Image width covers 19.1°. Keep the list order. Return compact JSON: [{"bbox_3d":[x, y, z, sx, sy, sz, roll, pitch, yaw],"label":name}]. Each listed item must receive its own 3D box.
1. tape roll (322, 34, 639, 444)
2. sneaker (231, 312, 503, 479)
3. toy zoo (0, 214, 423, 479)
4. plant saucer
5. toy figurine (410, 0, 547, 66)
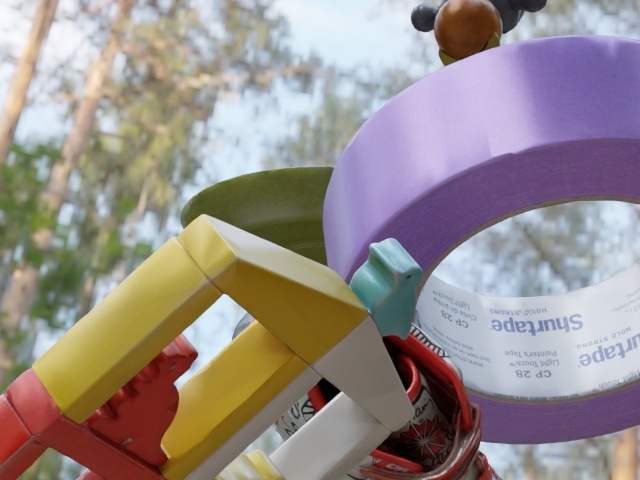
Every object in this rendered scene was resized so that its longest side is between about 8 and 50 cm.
[{"bbox_3d":[0.141,0.007,1.140,0.275,0.090,0.275,-4,-41,-4],"label":"tape roll"},{"bbox_3d":[0.060,0.138,1.035,0.270,0.090,0.145,51,-14,-8],"label":"sneaker"},{"bbox_3d":[-0.075,0.101,0.796,0.293,0.030,0.192,-42,-33,3],"label":"toy zoo"},{"bbox_3d":[0.000,0.000,1.622,0.241,0.037,0.241,1,-21,0],"label":"plant saucer"},{"bbox_3d":[0.089,-0.246,1.327,0.209,0.148,0.213,36,-60,0],"label":"toy figurine"}]
